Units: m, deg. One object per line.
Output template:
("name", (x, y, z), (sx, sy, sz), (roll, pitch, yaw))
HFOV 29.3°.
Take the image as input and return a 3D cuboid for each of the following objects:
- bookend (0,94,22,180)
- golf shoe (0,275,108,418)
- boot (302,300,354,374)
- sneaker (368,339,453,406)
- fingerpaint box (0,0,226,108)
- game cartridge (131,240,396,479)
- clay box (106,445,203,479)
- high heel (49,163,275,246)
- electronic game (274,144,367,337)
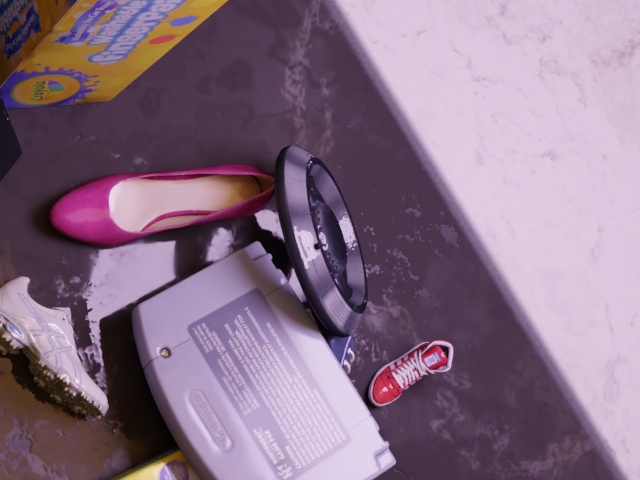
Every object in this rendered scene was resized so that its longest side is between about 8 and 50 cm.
("bookend", (-0.372, -0.118, 1.196), (0.072, 0.157, 0.156), (-10, 116, 11))
("golf shoe", (-0.279, 0.111, 1.296), (0.176, 0.069, 0.086), (46, 57, -14))
("boot", (0.013, 0.158, 1.438), (0.086, 0.069, 0.190), (-24, 90, -27))
("sneaker", (0.113, 0.159, 1.493), (0.118, 0.067, 0.042), (-38, 98, -29))
("fingerpaint box", (-0.234, -0.366, 1.198), (0.163, 0.445, 0.371), (-8, 83, -30))
("game cartridge", (-0.072, 0.168, 1.341), (0.198, 0.062, 0.297), (-29, 83, -21))
("clay box", (-0.130, 0.284, 1.345), (0.222, 0.053, 0.127), (-23, 90, -29))
("high heel", (-0.170, -0.044, 1.354), (0.244, 0.117, 0.082), (-1, 80, -29))
("electronic game", (0.000, 0.000, 1.406), (0.048, 0.229, 0.229), (-18, 88, 14))
